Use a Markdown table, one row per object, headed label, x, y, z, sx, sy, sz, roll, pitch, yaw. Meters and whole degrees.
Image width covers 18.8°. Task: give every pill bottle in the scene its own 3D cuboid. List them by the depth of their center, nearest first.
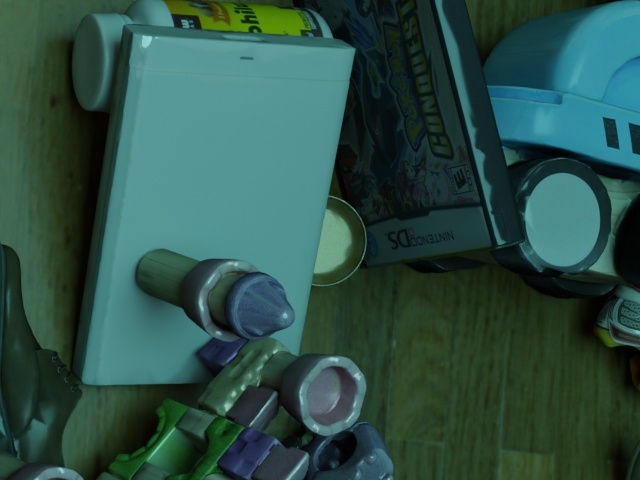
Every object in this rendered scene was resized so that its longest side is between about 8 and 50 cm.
| label | x | y | z | sx | sy | sz | roll | pitch | yaw |
| --- | --- | --- | --- | --- | --- | --- | --- | --- | --- |
| pill bottle | -0.102 | -0.150 | 1.684 | 0.215 | 0.117 | 0.117 | 0 | 85 | -27 |

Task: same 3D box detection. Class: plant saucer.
| label | x | y | z | sx | sy | sz | roll | pitch | yaw |
| --- | --- | --- | --- | --- | --- | --- | --- | --- | --- |
| plant saucer | 0.000 | 0.000 | 1.770 | 0.083 | 0.015 | 0.083 | 0 | 90 | -9 |

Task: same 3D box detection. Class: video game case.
| label | x | y | z | sx | sy | sz | roll | pitch | yaw |
| --- | --- | --- | --- | --- | --- | --- | --- | --- | --- |
| video game case | 0.070 | -0.117 | 1.695 | 0.035 | 0.248 | 0.275 | -16 | 92 | -26 |

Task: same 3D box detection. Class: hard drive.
| label | x | y | z | sx | sy | sz | roll | pitch | yaw |
| --- | --- | --- | --- | --- | --- | --- | --- | --- | --- |
| hard drive | -0.092 | -0.025 | 1.649 | 0.203 | 0.040 | 0.307 | 1 | 110 | -27 |

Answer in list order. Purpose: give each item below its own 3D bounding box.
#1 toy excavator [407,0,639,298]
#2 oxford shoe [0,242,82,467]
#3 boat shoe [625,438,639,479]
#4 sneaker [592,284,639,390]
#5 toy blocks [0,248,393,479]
| label | x | y | z | sx | sy | sz | roll | pitch | yaw |
| --- | --- | --- | --- | --- | --- | --- | --- | --- | --- |
| toy excavator | 0.313 | -0.161 | 1.819 | 0.433 | 0.222 | 0.445 | 11 | 86 | -27 |
| oxford shoe | -0.251 | 0.108 | 1.610 | 0.096 | 0.083 | 0.227 | -9 | 101 | -31 |
| boat shoe | 0.387 | 0.337 | 1.885 | 0.113 | 0.127 | 0.340 | -16 | 94 | -29 |
| sneaker | 0.355 | 0.122 | 1.924 | 0.225 | 0.088 | 0.093 | 42 | 93 | -21 |
| toy blocks | -0.062 | 0.205 | 1.550 | 0.288 | 0.260 | 0.309 | -50 | 125 | -18 |
